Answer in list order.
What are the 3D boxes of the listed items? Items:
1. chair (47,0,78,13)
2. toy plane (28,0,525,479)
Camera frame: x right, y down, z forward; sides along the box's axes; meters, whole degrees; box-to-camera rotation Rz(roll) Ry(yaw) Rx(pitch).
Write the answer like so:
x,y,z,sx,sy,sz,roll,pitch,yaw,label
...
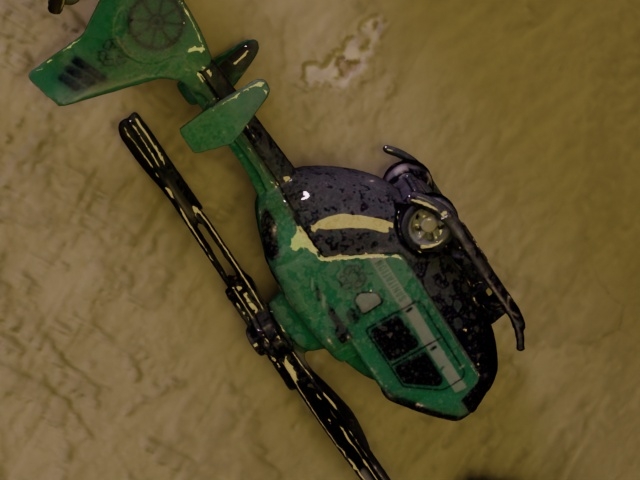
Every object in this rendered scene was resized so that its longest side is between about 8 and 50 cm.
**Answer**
x,y,z,sx,sy,sz,roll,pitch,yaw,label
-0.106,-0.194,0.592,0.325,0.160,0.170,16,78,-15,chair
0.000,0.000,0.716,0.155,0.106,0.382,-34,114,6,toy plane
